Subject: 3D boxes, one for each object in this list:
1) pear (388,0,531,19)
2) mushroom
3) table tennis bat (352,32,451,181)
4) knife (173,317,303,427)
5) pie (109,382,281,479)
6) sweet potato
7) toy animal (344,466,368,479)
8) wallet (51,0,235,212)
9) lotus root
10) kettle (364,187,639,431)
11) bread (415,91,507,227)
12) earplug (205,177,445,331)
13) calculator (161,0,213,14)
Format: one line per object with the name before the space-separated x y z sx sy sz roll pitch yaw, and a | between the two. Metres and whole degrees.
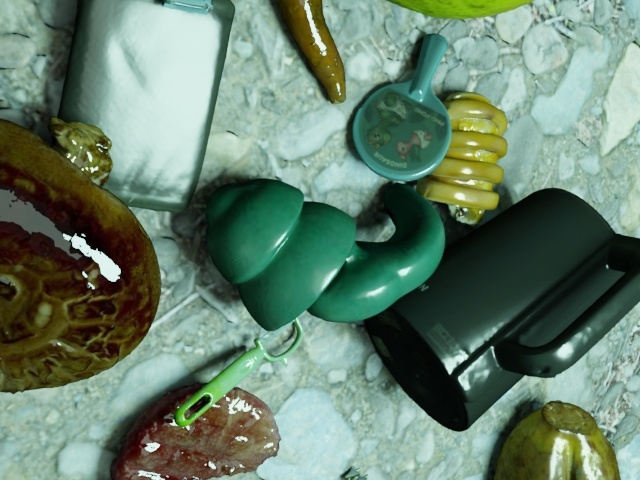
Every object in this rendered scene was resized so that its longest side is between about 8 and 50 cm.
pear | 0.173 -0.413 0.790 0.390 0.391 0.391 -7 105 -27
mushroom | -0.288 0.015 0.721 0.297 0.163 0.278 36 94 -28
table tennis bat | 0.116 -0.171 0.976 0.124 0.033 0.201 22 82 -1
knife | -0.092 0.162 0.925 0.212 0.015 0.054 -36 109 -38
pie | -0.150 0.275 0.939 0.204 0.054 0.219 41 83 -30
sweet potato | -0.023 -0.276 0.882 0.057 0.057 0.265 -28 117 -21
toy animal | 0.031 0.360 1.065 0.216 0.041 0.075 -4 105 -23
wallet | -0.193 -0.157 0.820 0.168 0.052 0.245 9 101 -29
lotus root | 0.365 0.393 1.176 0.193 0.193 0.291 0 102 -29
kettle | 0.238 0.069 0.982 0.308 0.262 0.203 -34 80 -17
bread | 0.193 -0.109 1.022 0.119 0.084 0.177 7 94 -30
earplug | 0.005 -0.005 0.899 0.280 0.164 0.258 32 79 -20
calculator | -0.140 -0.319 0.793 0.057 0.018 0.172 1 80 -28
